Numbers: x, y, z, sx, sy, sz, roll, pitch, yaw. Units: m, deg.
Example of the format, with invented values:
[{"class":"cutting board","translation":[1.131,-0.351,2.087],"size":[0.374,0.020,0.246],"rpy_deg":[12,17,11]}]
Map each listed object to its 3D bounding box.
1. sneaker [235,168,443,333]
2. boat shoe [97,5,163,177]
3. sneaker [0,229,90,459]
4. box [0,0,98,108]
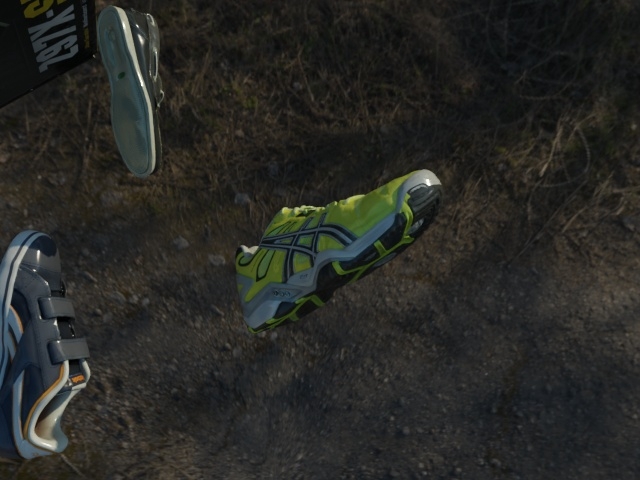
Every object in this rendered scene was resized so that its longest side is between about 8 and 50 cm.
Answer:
[{"class":"sneaker","translation":[0.000,0.000,0.870],"size":[0.384,0.145,0.147],"rpy_deg":[-34,74,31]},{"class":"boat shoe","translation":[-0.250,-0.207,0.856],"size":[0.084,0.079,0.233],"rpy_deg":[-4,97,35]},{"class":"sneaker","translation":[-0.396,0.149,0.875],"size":[0.127,0.126,0.321],"rpy_deg":[6,85,4]},{"class":"box","translation":[-0.298,-0.168,0.450],"size":[0.257,0.322,0.079],"rpy_deg":[-39,97,-19]}]
